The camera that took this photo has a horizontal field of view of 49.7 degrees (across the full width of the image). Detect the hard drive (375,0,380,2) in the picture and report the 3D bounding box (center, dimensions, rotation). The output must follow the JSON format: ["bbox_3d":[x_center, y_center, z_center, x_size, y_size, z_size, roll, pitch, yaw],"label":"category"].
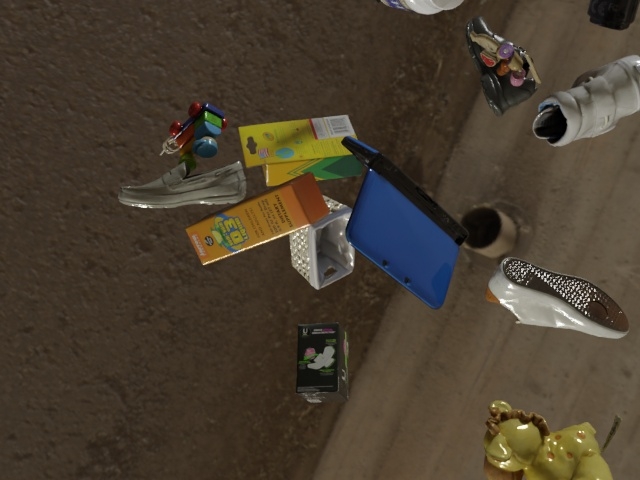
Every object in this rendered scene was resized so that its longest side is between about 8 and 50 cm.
[{"bbox_3d":[0.119,-0.721,1.889,0.135,0.022,0.094,20,55,-47],"label":"hard drive"}]

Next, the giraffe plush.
[{"bbox_3d":[0.308,0.317,0.986,0.181,0.171,0.210,70,41,-82],"label":"giraffe plush"}]

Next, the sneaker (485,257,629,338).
[{"bbox_3d":[0.477,0.133,1.413,0.123,0.290,0.106,114,1,-48],"label":"sneaker"}]

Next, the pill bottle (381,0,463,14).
[{"bbox_3d":[0.177,-0.456,1.209,0.112,0.186,0.112,-9,115,-19],"label":"pill bottle"}]

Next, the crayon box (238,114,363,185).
[{"bbox_3d":[-0.058,-0.250,1.915,0.319,0.202,0.081,-7,133,-8],"label":"crayon box"}]

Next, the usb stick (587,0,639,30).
[{"bbox_3d":[0.431,-0.434,0.948,0.045,0.077,0.278,-19,128,-30],"label":"usb stick"}]

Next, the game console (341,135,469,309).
[{"bbox_3d":[0.141,-0.039,1.379,0.293,0.250,0.173,38,92,-32],"label":"game console"}]

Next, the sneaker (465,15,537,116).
[{"bbox_3d":[0.436,-0.432,1.660,0.109,0.130,0.286,33,39,-57],"label":"sneaker"}]

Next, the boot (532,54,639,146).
[{"bbox_3d":[0.346,-0.179,0.946,0.123,0.095,0.258,-22,177,5],"label":"boot"}]

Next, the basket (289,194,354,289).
[{"bbox_3d":[0.000,0.000,1.494,0.113,0.103,0.167,-26,130,-30],"label":"basket"}]

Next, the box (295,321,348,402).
[{"bbox_3d":[0.003,0.147,0.826,0.062,0.052,0.083,58,31,-63],"label":"box"}]

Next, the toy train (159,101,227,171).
[{"bbox_3d":[-0.350,-0.237,1.813,0.105,0.248,0.143,27,44,-36],"label":"toy train"}]

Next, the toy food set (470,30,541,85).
[{"bbox_3d":[0.263,-0.257,0.997,0.019,0.122,0.078,-43,127,-1],"label":"toy food set"}]

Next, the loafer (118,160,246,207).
[{"bbox_3d":[-0.348,-0.143,1.742,0.320,0.112,0.111,-6,102,-8],"label":"loafer"}]

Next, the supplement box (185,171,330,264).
[{"bbox_3d":[-0.106,-0.032,1.125,0.080,0.233,0.078,-38,105,-55],"label":"supplement box"}]
